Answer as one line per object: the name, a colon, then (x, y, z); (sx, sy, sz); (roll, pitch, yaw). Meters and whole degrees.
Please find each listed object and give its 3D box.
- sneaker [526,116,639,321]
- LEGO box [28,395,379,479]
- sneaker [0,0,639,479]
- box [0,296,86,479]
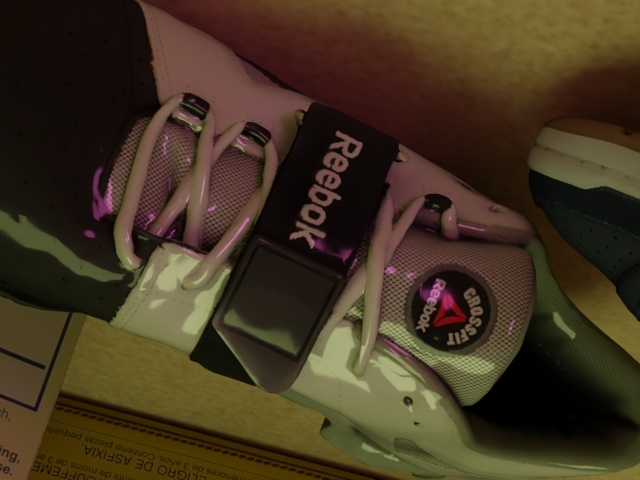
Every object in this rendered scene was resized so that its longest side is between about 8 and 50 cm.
sneaker: (0.161, 0.081, 0.605); (0.282, 0.153, 0.099); (34, -173, 19)
LEGO box: (-0.171, 0.287, 0.957); (0.500, 0.372, 0.193); (15, 149, 3)
sneaker: (0.000, 0.000, 0.640); (0.330, 0.122, 0.146); (28, 166, -35)
box: (-0.208, 0.106, 0.807); (0.117, 0.243, 0.213); (24, 149, -13)
